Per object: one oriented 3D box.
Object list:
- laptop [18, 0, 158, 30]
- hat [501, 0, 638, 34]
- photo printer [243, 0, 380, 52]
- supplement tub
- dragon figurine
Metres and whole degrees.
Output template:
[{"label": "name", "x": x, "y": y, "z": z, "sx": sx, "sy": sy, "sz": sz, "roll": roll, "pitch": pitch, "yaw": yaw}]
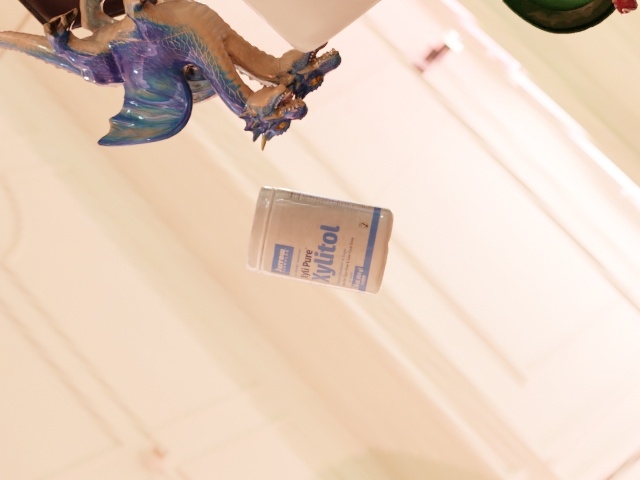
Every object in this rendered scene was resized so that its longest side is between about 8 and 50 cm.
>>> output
[{"label": "laptop", "x": -0.310, "y": -0.290, "z": 1.685, "sx": 0.382, "sy": 0.408, "sz": 0.236, "roll": -28, "pitch": -74, "yaw": -57}, {"label": "hat", "x": 0.230, "y": -0.246, "z": 1.414, "sx": 0.173, "sy": 0.183, "sz": 0.208, "roll": 4, "pitch": -97, "yaw": -32}, {"label": "photo printer", "x": -0.024, "y": -0.300, "z": 1.234, "sx": 0.307, "sy": 0.256, "sz": 0.107, "roll": 42, "pitch": -157, "yaw": -30}, {"label": "supplement tub", "x": 0.000, "y": 0.000, "z": 1.472, "sx": 0.107, "sy": 0.071, "sz": 0.071, "roll": 10, "pitch": -150, "yaw": 1}, {"label": "dragon figurine", "x": -0.128, "y": -0.122, "z": 1.398, "sx": 0.144, "sy": 0.289, "sz": 0.085, "roll": 64, "pitch": -146, "yaw": -21}]
